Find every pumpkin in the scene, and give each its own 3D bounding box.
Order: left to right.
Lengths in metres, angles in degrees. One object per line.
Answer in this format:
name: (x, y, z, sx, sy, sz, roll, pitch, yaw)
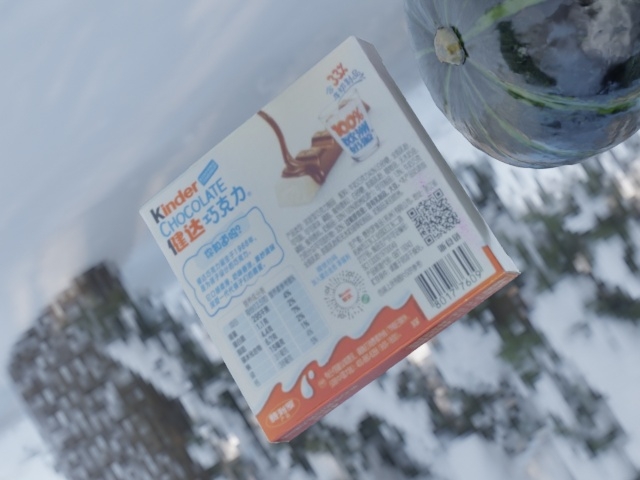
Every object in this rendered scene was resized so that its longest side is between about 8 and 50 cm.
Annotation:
pumpkin: (0.219, -0.227, 1.643, 0.241, 0.323, 0.323, -15, 167, -25)

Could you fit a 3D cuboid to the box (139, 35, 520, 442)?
box: (0.000, 0.000, 1.497, 0.273, 0.265, 0.048, -37, 161, 19)
